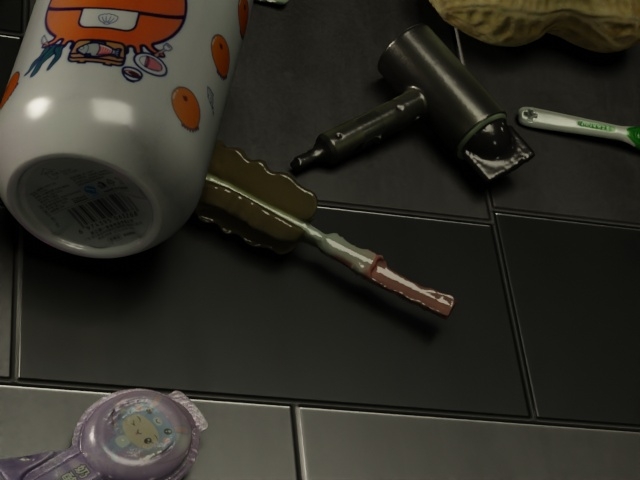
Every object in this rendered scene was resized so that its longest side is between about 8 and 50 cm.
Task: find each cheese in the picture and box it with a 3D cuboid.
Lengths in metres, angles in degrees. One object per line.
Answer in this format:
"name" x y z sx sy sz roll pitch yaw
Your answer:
"cheese" -0.182 0.188 1.380 0.191 0.042 0.105 -30 66 -34

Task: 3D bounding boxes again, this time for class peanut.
"peanut" 0.262 -0.290 1.888 0.298 0.120 0.136 5 75 -18

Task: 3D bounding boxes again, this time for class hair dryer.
"hair dryer" 0.083 -0.110 1.717 0.248 0.078 0.195 -29 66 -25

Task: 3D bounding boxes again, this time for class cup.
"cup" -0.193 -0.147 1.541 0.212 0.212 0.317 16 50 -8

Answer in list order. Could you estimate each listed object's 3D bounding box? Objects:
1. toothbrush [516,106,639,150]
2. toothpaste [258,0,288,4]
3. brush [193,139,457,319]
"toothbrush" 0.373 -0.118 1.851 0.303 0.030 0.030 10 50 -10
"toothpaste" -0.061 -0.379 1.896 0.067 0.037 0.255 12 53 -10
"brush" 0.000 0.000 1.588 0.301 0.071 0.084 28 60 3
